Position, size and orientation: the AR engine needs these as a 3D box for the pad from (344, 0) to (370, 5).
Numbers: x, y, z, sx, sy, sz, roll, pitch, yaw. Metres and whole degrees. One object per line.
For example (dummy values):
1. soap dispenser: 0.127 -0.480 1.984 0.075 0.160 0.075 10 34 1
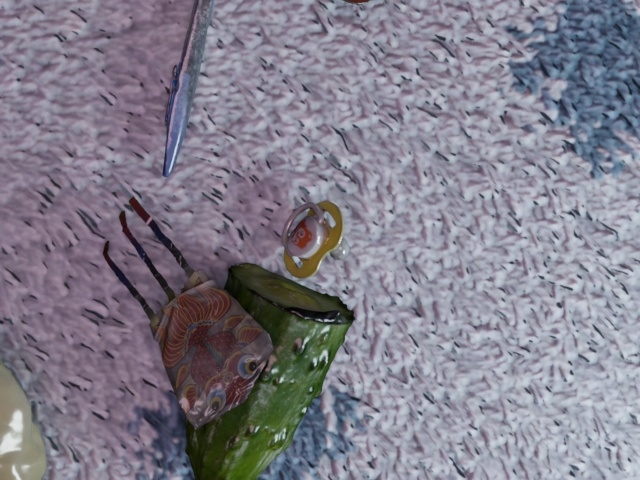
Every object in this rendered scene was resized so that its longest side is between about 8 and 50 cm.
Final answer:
1. pad: 0.096 -0.343 1.107 0.267 0.004 0.181 -27 99 -19

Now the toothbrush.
1. toothbrush: -0.104 -0.261 1.115 0.042 0.035 0.413 13 95 -11

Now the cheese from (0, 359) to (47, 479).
1. cheese: -0.414 0.206 1.044 0.318 0.115 0.326 32 77 -26

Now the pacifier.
1. pacifier: 0.000 0.000 1.157 0.064 0.068 0.083 21 115 -42

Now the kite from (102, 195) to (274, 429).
1. kite: -0.137 0.063 1.093 0.127 0.016 0.229 -50 65 21

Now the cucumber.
1. cucumber: -0.070 0.149 1.129 0.134 0.134 0.244 21 102 -9
